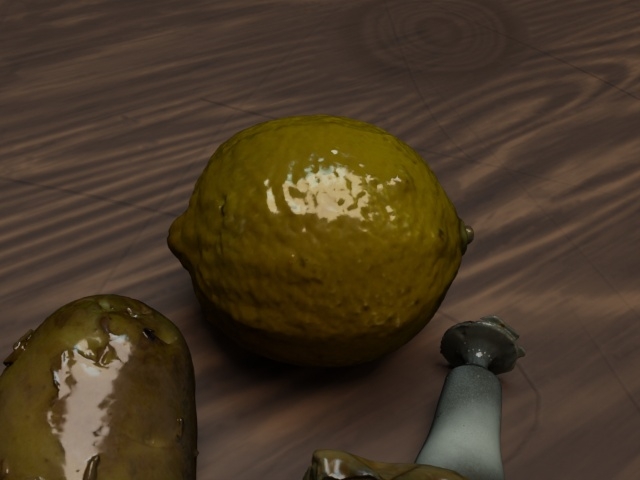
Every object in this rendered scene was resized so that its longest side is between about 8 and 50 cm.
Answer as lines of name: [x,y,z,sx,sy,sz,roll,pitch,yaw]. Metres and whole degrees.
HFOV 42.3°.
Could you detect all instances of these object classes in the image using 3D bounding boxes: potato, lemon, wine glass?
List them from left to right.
potato: [-0.141,0.123,0.527,0.137,0.137,0.176,7,60,-5]
lemon: [0.000,0.000,0.632,0.231,0.192,0.192,0,46,-1]
wine glass: [0.110,0.132,0.611,0.072,0.072,0.155,17,44,5]

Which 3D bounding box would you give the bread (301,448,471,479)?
bread: [0.091,0.206,0.511,0.232,0.128,0.088,15,10,5]
